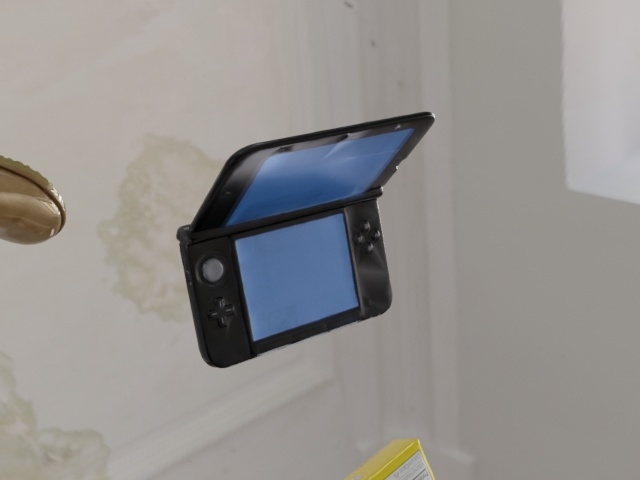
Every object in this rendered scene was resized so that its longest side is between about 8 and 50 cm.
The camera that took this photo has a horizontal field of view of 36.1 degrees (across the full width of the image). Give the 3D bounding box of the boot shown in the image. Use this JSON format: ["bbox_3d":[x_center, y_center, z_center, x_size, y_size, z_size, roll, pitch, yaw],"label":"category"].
[{"bbox_3d":[-0.358,0.016,0.979,0.089,0.269,0.236,-37,-49,22],"label":"boot"}]

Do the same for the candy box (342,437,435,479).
[{"bbox_3d":[-0.002,0.192,0.475,0.206,0.027,0.105,-28,-79,-40],"label":"candy box"}]

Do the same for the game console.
[{"bbox_3d":[0.000,0.000,0.482,0.122,0.071,0.107,-15,-81,-35],"label":"game console"}]
